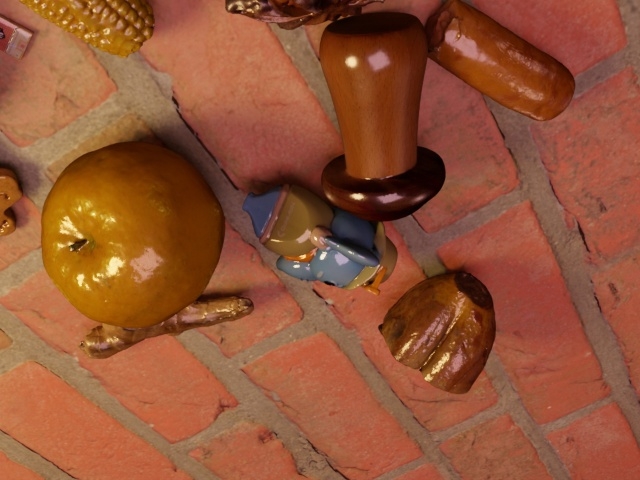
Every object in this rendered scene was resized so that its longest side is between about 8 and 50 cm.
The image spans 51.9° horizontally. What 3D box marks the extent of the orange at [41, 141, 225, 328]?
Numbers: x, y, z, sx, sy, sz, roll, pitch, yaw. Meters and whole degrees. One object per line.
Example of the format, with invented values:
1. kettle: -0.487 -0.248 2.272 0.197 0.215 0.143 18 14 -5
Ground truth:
1. orange: -0.273 -0.009 0.984 0.279 0.235 0.279 5 100 26

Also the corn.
1. corn: -0.366 -0.360 0.803 0.363 0.120 0.120 35 113 -29

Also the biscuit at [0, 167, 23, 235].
1. biscuit: -0.577 -0.036 1.021 0.249 0.035 0.184 -40 136 21

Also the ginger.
1. ginger: -0.284 0.141 1.188 0.333 0.081 0.148 -9 130 -2

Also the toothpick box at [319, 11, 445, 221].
1. toothpick box: 0.088 -0.173 0.975 0.192 0.192 0.294 -9 120 -4

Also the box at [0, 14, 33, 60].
1. box: -0.445 -0.288 0.904 0.083 0.012 0.046 28 115 -24

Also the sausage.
1. sausage: 0.278 -0.262 0.992 0.270 0.109 0.109 21 119 -26

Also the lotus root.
1. lotus root: 0.239 0.157 1.215 0.188 0.199 0.180 15 126 -27

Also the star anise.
1. star anise: -0.018 -0.329 0.847 0.214 0.220 0.099 -5 99 -14

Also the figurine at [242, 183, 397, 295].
1. figurine: 0.001 -0.004 1.096 0.262 0.154 0.180 25 153 6
